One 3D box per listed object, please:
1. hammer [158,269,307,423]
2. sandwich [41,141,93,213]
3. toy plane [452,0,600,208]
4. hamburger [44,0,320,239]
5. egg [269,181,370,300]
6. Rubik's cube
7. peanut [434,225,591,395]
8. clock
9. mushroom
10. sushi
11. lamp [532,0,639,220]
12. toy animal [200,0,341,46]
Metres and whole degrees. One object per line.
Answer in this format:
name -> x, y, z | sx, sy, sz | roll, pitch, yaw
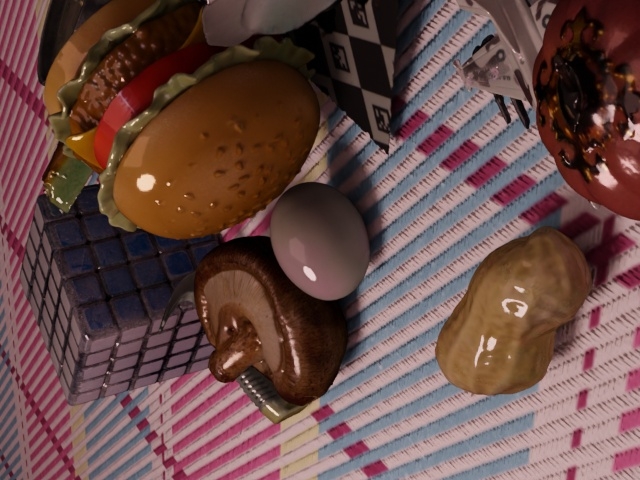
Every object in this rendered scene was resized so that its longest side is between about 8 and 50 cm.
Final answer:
hammer -> -0.104, 0.134, 1.580 | 0.226, 0.159, 0.041 | 56, 151, 12
sandwich -> -0.283, -0.185, 1.659 | 0.212, 0.063, 0.245 | -43, 24, 38
toy plane -> 0.175, -0.136, 0.967 | 0.234, 0.082, 0.160 | 58, 141, 4
hamburger -> -0.127, -0.122, 1.273 | 0.212, 0.274, 0.274 | 52, 146, 21
egg -> 0.000, 0.000, 1.329 | 0.135, 0.103, 0.103 | 65, 152, 19
Rubik's cube -> -0.278, 0.067, 1.759 | 0.237, 0.237, 0.238 | 65, 152, 25
peanut -> 0.164, 0.066, 1.052 | 0.214, 0.090, 0.098 | 110, 151, -49
clock -> -0.336, -0.343, 1.754 | 0.280, 0.055, 0.280 | -44, 37, 47
mushroom -> -0.050, 0.085, 1.456 | 0.231, 0.138, 0.194 | 39, 123, 36
sushi -> 0.011, -0.274, 1.226 | 0.294, 0.059, 0.292 | 48, 154, 30
lamp -> 0.212, -0.101, 0.825 | 0.182, 0.140, 0.182 | 169, 90, -68
toy animal -> -0.077, -0.269, 1.126 | 0.179, 0.166, 0.138 | 50, 120, 32
